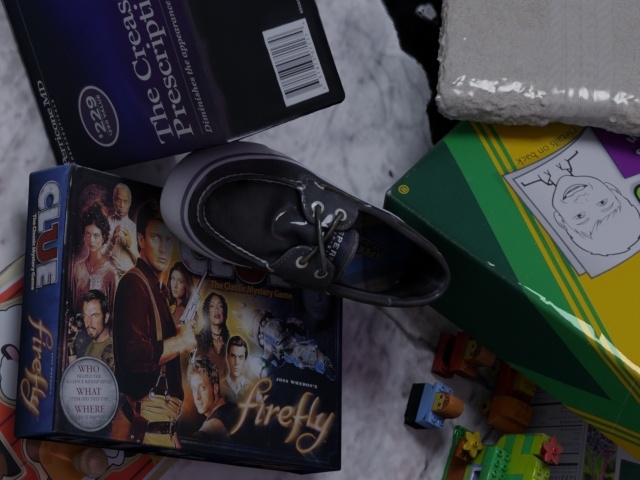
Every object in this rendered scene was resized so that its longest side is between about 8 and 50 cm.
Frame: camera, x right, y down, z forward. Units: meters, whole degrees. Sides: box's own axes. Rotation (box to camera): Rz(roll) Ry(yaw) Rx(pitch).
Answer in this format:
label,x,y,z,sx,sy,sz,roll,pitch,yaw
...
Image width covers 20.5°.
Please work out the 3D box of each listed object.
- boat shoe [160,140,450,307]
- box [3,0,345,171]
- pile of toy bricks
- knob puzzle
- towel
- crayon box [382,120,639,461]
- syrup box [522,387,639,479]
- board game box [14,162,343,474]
label,x,y,z,sx,sy,sz,roll,pitch,yaw
boat shoe,0.000,0.000,1.134,0.228,0.076,0.080,25,90,-46
box,-0.113,-0.182,1.072,0.103,0.184,0.261,-23,99,-36
pile of toy bricks,0.132,0.163,1.283,0.118,0.105,0.212,29,67,-34
knob puzzle,-0.186,0.125,1.072,0.213,0.030,0.213,6,81,-40
towel,0.179,-0.192,1.302,0.187,0.049,0.282,5,55,2
crayon box,0.274,-0.029,1.288,0.313,0.106,0.363,36,61,19
syrup box,0.214,0.168,1.357,0.093,0.096,0.237,19,71,-34
board game box,-0.082,0.057,1.134,0.243,0.042,0.165,14,71,-45
